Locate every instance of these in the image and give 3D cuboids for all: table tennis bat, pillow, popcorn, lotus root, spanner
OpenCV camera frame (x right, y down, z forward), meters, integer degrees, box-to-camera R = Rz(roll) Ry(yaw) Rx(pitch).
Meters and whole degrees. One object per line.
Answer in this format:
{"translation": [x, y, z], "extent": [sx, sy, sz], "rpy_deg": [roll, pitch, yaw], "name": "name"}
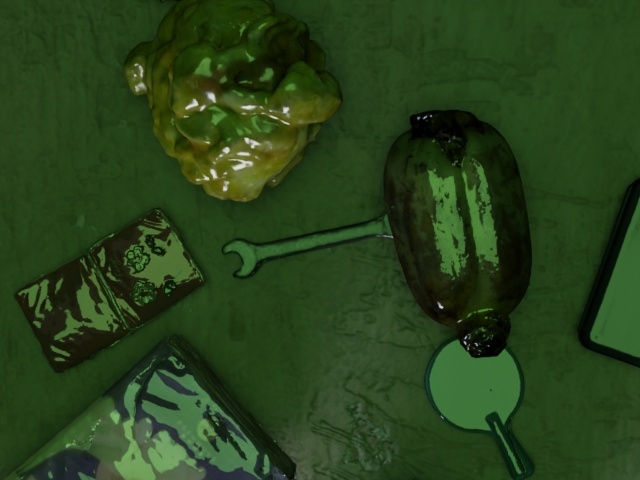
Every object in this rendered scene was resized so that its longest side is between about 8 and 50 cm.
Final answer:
{"translation": [0.213, 0.214, 1.947], "extent": [0.124, 0.033, 0.201], "rpy_deg": [-29, 88, 4], "name": "table tennis bat"}
{"translation": [-0.268, 0.064, 1.952], "extent": [0.232, 0.043, 0.126], "rpy_deg": [-32, 91, 3], "name": "pillow"}
{"translation": [-0.107, -0.195, 1.855], "extent": [0.242, 0.235, 0.250], "rpy_deg": [-44, 77, 20], "name": "popcorn"}
{"translation": [0.170, -0.008, 1.882], "extent": [0.173, 0.173, 0.309], "rpy_deg": [-9, 90, 2], "name": "lotus root"}
{"translation": [0.000, 0.000, 1.956], "extent": [0.254, 0.015, 0.054], "rpy_deg": [-12, 89, 2], "name": "spanner"}

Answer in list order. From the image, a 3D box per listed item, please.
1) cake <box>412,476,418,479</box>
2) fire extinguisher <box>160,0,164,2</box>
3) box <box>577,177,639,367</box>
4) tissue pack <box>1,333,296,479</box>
{"translation": [0.134, 0.473, 1.856], "extent": [0.222, 0.227, 0.286], "rpy_deg": [-43, 90, 1], "name": "cake"}
{"translation": [-0.143, -0.342, 1.938], "extent": [0.177, 0.050, 0.062], "rpy_deg": [-18, 49, 1], "name": "fire extinguisher"}
{"translation": [0.431, 0.049, 1.927], "extent": [0.160, 0.050, 0.230], "rpy_deg": [19, 91, 1], "name": "box"}
{"translation": [-0.234, 0.314, 1.915], "extent": [0.343, 0.125, 0.242], "rpy_deg": [-41, 91, 4], "name": "tissue pack"}
